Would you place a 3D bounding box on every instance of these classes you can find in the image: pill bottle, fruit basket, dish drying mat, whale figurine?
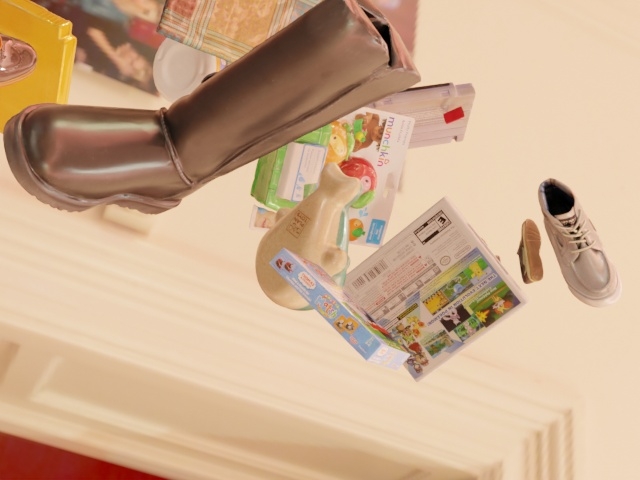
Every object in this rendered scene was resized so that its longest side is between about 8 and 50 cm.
[{"bbox_3d":[-0.207,-0.338,2.136,0.152,0.272,0.152,-1,-91,30],"label":"pill bottle"},{"bbox_3d":[0.033,-0.153,2.355,0.165,0.353,0.327,-140,-118,-66],"label":"fruit basket"},{"bbox_3d":[0.375,-0.351,2.886,0.083,0.008,0.032,-17,-93,59],"label":"dish drying mat"},{"bbox_3d":[0.000,0.000,1.856,0.216,0.141,0.272,37,-78,46],"label":"whale figurine"}]

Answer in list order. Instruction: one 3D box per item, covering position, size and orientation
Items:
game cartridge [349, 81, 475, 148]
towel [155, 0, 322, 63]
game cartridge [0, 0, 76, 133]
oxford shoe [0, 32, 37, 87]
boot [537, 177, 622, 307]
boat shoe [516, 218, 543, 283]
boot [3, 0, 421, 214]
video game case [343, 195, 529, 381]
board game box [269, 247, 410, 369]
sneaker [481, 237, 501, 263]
[{"bbox_3d":[0.256,-0.350,2.958,0.230,0.355,0.068,94,-16,-53],"label":"game cartridge"},{"bbox_3d":[-0.097,-0.449,1.936,0.040,0.370,0.271,14,-93,65],"label":"towel"},{"bbox_3d":[-0.626,-0.350,1.994,0.052,0.324,0.285,-48,161,-54],"label":"game cartridge"},{"bbox_3d":[-0.549,-0.313,1.671,0.098,0.271,0.096,-29,-98,28],"label":"oxford shoe"},{"bbox_3d":[0.454,-0.001,1.849,0.095,0.123,0.258,-27,-138,6],"label":"boot"},{"bbox_3d":[0.462,0.025,2.300,0.049,0.056,0.152,-31,-132,48],"label":"boat shoe"},{"bbox_3d":[-0.129,-0.182,1.328,0.445,0.367,0.146,-22,-99,22],"label":"boot"},{"bbox_3d":[0.252,0.114,2.327,0.329,0.300,0.036,-39,175,22],"label":"video game case"},{"bbox_3d":[0.031,0.104,1.542,0.039,0.211,0.160,-49,158,5],"label":"board game box"},{"bbox_3d":[0.339,0.024,2.449,0.234,0.106,0.078,39,-39,45],"label":"sneaker"}]
